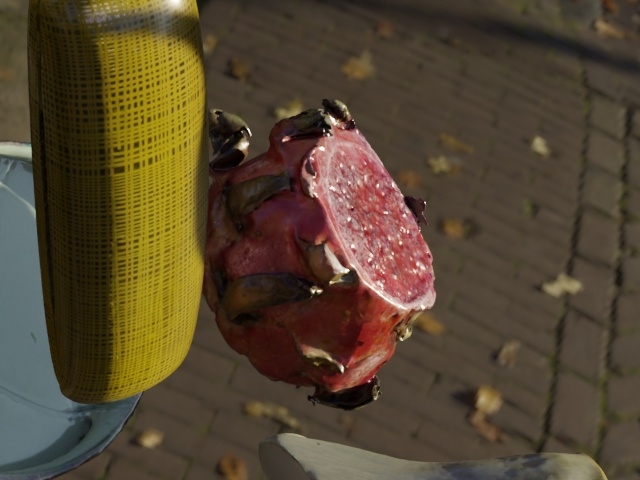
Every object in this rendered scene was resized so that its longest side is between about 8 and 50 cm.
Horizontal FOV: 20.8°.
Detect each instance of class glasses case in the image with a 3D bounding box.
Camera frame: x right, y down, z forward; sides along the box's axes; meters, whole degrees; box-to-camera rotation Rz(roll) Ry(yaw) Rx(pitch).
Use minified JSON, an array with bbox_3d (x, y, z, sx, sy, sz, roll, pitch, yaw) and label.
[{"bbox_3d":[-0.089,-0.024,0.786,0.079,0.234,0.064,-23,45,-30],"label":"glasses case"}]

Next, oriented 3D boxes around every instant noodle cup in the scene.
[{"bbox_3d":[-0.236,0.048,1.033,0.243,0.231,0.243,6,80,-37],"label":"instant noodle cup"}]

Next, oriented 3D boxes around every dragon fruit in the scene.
[{"bbox_3d":[0.000,0.000,1.429,0.211,0.147,0.282,-23,88,-51],"label":"dragon fruit"}]

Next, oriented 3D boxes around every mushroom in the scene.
[{"bbox_3d":[0.118,0.232,1.536,0.329,0.122,0.159,0,62,-22],"label":"mushroom"}]
